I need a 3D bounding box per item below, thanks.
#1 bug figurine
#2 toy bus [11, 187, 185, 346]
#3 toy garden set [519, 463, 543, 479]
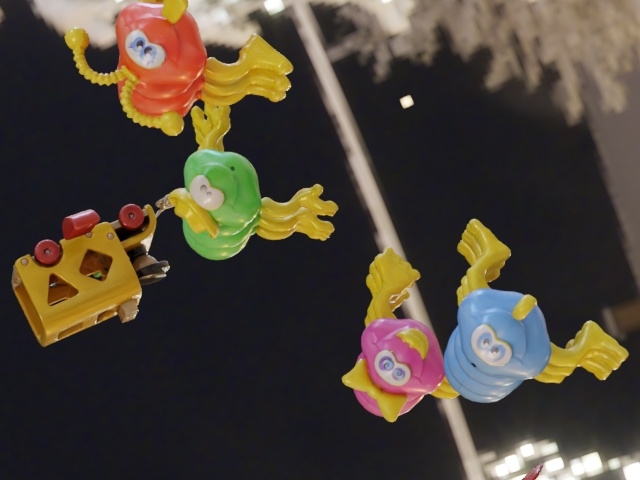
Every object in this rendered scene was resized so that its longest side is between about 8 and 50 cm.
[{"bbox_3d":[0.000,0.000,0.868,0.279,0.072,0.216,40,164,12],"label":"bug figurine"},{"bbox_3d":[-0.233,0.039,2.087,0.191,0.202,0.104,-8,-112,-60],"label":"toy bus"},{"bbox_3d":[0.088,0.252,1.203,0.244,0.049,0.203,-42,-36,-26],"label":"toy garden set"}]
